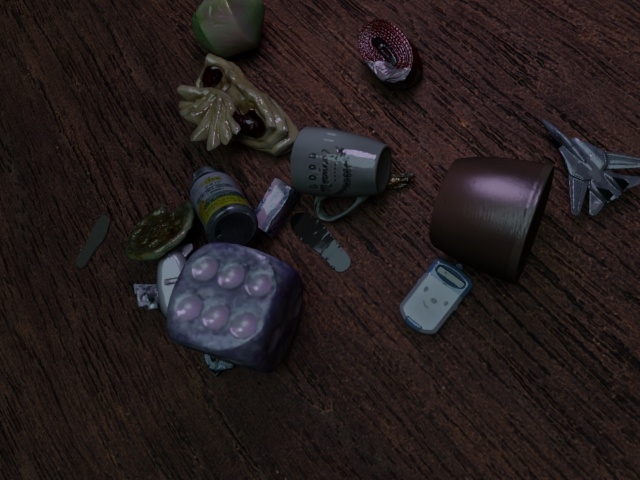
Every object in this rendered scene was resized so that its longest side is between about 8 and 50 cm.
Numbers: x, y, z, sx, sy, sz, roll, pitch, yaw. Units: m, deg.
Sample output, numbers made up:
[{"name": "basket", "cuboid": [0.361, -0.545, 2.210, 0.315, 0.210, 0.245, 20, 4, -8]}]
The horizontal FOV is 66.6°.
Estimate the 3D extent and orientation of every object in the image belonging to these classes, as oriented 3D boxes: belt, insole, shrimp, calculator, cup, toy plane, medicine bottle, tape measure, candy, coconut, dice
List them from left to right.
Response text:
[{"name": "insole", "cuboid": [-0.749, 0.004, 1.609, 0.063, 0.010, 0.191, 29, 88, 21]}, {"name": "toy plane", "cuboid": [-0.425, 0.121, 1.435, 0.253, 0.118, 0.251, 1, 75, -2]}, {"name": "medicine bottle", "cuboid": [-0.287, -0.105, 1.387, 0.141, 0.141, 0.293, -42, 43, 4]}, {"name": "tape measure", "cuboid": [-0.285, 0.331, 1.381, 0.091, 0.054, 0.094, -27, 75, 3]}, {"name": "coconut", "cuboid": [-0.278, -0.687, 1.516, 0.236, 0.236, 0.204, -17, 87, 12]}, {"name": "dice", "cuboid": [-0.209, 0.175, 1.255, 0.271, 0.271, 0.269, 14, 71, 13]}, {"name": "candy", "cuboid": [-0.130, -0.094, 1.407, 0.073, 0.092, 0.160, 30, 89, 18]}, {"name": "insole", "cuboid": [0.000, 0.000, 1.395, 0.080, 0.003, 0.232, -47, 71, 3]}, {"name": "cup", "cuboid": [0.060, -0.169, 1.327, 0.234, 0.186, 0.257, 13, 114, 23]}, {"name": "shrimp", "cuboid": [0.177, -0.197, 1.370, 0.179, 0.034, 0.124, -12, 73, 23]}, {"name": "belt", "cuboid": [0.204, -0.524, 1.387, 0.128, 0.124, 0.200, -39, 76, 23]}, {"name": "calculator", "cuboid": [0.299, 0.142, 1.259, 0.121, 0.039, 0.210, 39, 90, 18]}, {"name": "toy plane", "cuboid": [0.643, -0.200, 1.214, 0.212, 0.088, 0.267, -37, 63, 5]}]

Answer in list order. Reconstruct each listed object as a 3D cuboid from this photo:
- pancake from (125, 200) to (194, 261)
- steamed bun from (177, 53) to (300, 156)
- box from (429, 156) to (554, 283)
[{"name": "pancake", "cuboid": [-0.485, -0.031, 1.462, 0.254, 0.037, 0.253, -18, 40, 15]}, {"name": "steamed bun", "cuboid": [-0.284, -0.389, 1.472, 0.247, 0.189, 0.428, -46, 71, 11]}, {"name": "box", "cuboid": [0.397, -0.059, 1.145, 0.216, 0.301, 0.300, 19, 84, 24]}]
